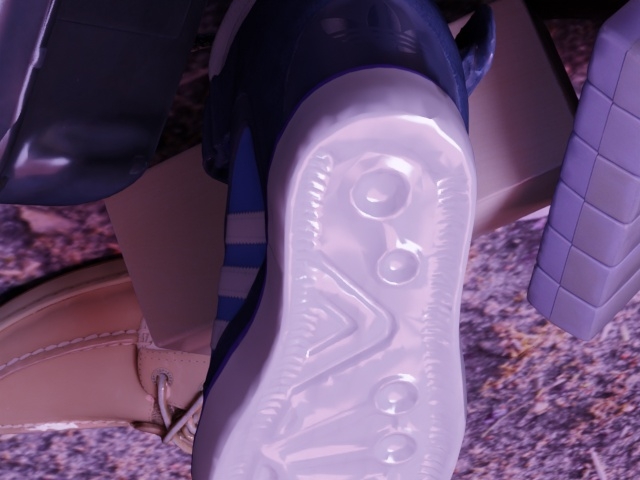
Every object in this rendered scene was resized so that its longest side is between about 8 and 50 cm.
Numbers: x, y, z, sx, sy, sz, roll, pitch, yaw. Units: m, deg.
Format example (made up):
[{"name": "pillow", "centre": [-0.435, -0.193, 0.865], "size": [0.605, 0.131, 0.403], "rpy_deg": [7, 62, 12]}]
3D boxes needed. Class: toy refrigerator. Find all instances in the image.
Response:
[{"name": "toy refrigerator", "centre": [0.021, -0.032, 0.943], "size": [0.269, 0.102, 0.094], "rpy_deg": [-25, 165, 15]}]

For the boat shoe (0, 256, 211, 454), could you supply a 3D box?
[{"name": "boat shoe", "centre": [-0.076, 0.078, 1.068], "size": [0.341, 0.110, 0.121], "rpy_deg": [-13, 145, -12]}]

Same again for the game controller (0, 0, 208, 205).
[{"name": "game controller", "centre": [-0.089, -0.160, 0.670], "size": [0.166, 0.067, 0.319], "rpy_deg": [-4, 119, -60]}]

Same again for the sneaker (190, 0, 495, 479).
[{"name": "sneaker", "centre": [0.000, 0.000, 0.844], "size": [0.130, 0.236, 0.323], "rpy_deg": [3, 125, -10]}]

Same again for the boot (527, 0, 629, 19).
[{"name": "boot", "centre": [0.100, -0.166, 0.855], "size": [0.248, 0.090, 0.207], "rpy_deg": [-4, 158, 2]}]

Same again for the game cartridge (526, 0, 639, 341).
[{"name": "game cartridge", "centre": [0.247, -0.119, 0.883], "size": [0.355, 0.068, 0.230], "rpy_deg": [-41, 160, -28]}]

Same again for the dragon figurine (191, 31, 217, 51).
[{"name": "dragon figurine", "centre": [-0.163, -0.083, 0.773], "size": [0.289, 0.144, 0.085], "rpy_deg": [18, 130, -43]}]
